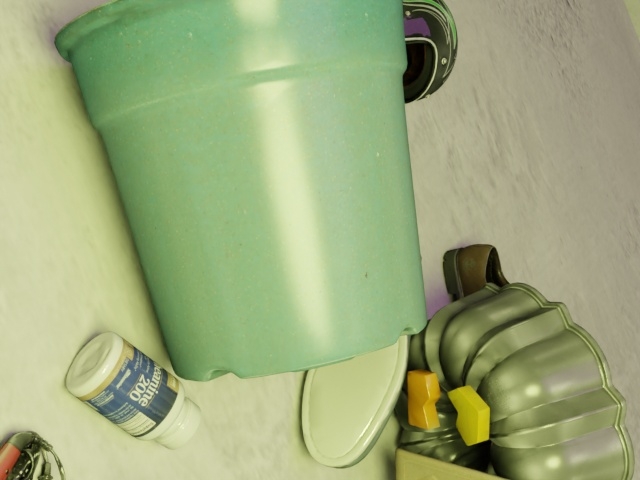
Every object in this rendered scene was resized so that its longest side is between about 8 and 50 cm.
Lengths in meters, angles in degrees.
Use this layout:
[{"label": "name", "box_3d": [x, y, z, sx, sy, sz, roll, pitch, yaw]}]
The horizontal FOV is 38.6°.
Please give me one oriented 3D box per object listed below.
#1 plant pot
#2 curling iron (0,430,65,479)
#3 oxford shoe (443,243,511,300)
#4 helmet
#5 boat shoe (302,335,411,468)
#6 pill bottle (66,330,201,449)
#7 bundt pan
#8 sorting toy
[{"label": "plant pot", "box_3d": [-0.049, -0.055, 0.885, 0.341, 0.341, 0.333, -14, 93, -52]}, {"label": "curling iron", "box_3d": [-0.282, 0.255, 0.687, 0.068, 0.035, 0.274, 54, 41, -20]}, {"label": "oxford shoe", "box_3d": [0.254, 0.114, 1.340, 0.083, 0.096, 0.227, -12, 86, -53]}, {"label": "helmet", "box_3d": [0.113, -0.282, 1.287, 0.162, 0.169, 0.169, 20, 59, -26]}, {"label": "boat shoe", "box_3d": [0.065, 0.135, 1.092, 0.099, 0.116, 0.319, 60, 37, -45]}, {"label": "pill bottle", "box_3d": [-0.169, 0.143, 0.844, 0.120, 0.067, 0.067, 44, 45, -29]}, {"label": "bundt pan", "box_3d": [0.197, 0.219, 1.071, 0.124, 0.331, 0.330, -10, 82, -28]}, {"label": "sorting toy", "box_3d": [0.164, 0.301, 0.991, 0.041, 0.229, 0.307, -6, 96, -38]}]
